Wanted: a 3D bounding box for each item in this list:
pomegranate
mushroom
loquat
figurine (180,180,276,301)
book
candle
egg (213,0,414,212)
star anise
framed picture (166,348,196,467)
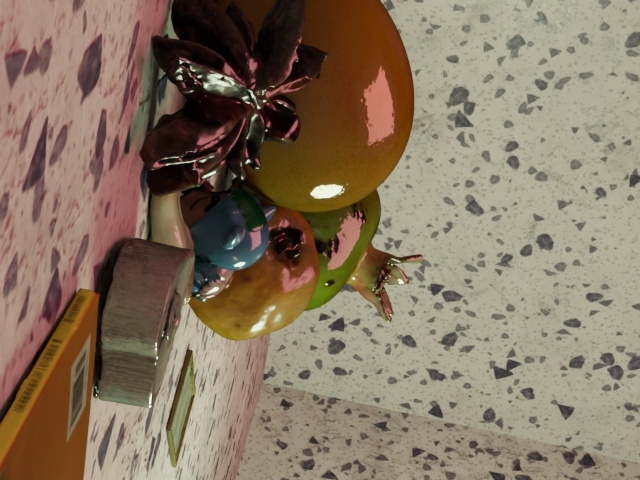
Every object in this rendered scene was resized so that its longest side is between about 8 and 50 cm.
[{"bbox_3d":[-0.011,-0.005,1.960,0.291,0.323,0.290,-44,158,-23],"label":"pomegranate"},{"bbox_3d":[-0.168,-0.010,1.386,0.059,0.054,0.202,-85,179,-50],"label":"mushroom"},{"bbox_3d":[-0.094,0.032,1.643,0.234,0.176,0.187,-27,-99,59],"label":"loquat"},{"bbox_3d":[-0.142,-0.003,1.502,0.114,0.144,0.178,-20,153,-47],"label":"figurine"},{"bbox_3d":[-0.239,0.236,0.980,0.374,0.028,0.262,-75,177,-63],"label":"book"},{"bbox_3d":[-0.175,0.067,1.257,0.192,0.068,0.168,105,-3,-48],"label":"candle"},{"bbox_3d":[-0.019,-0.189,1.487,0.250,0.250,0.322,-75,151,-61],"label":"egg"},{"bbox_3d":[-0.090,-0.149,1.255,0.283,0.129,0.212,-35,138,-34],"label":"star anise"},{"bbox_3d":[-0.223,0.272,2.018,0.201,0.010,0.136,97,6,-64],"label":"framed picture"}]
